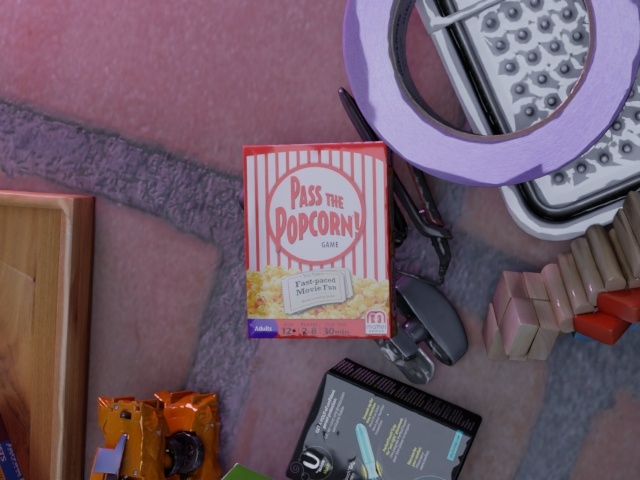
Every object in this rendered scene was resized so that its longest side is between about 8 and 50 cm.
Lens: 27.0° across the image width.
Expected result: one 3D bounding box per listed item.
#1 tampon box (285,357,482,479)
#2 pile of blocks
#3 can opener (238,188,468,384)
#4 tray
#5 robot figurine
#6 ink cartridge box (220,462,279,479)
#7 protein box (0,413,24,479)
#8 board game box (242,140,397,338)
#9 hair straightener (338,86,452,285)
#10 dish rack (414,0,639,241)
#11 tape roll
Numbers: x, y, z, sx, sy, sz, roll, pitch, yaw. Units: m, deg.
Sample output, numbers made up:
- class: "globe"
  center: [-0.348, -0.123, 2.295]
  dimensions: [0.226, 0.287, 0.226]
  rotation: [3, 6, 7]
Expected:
- class: "tampon box"
  center: [0.066, 0.211, 1.364]
  dimensions: [0.161, 0.101, 0.120]
  rotation: [23, 98, 11]
- class: "pile of blocks"
  center: [0.318, 0.039, 1.263]
  dimensions: [0.362, 0.113, 0.149]
  rotation: [-37, 122, 22]
- class: "can opener"
  center: [0.037, 0.029, 1.387]
  dimensions: [0.095, 0.076, 0.283]
  rotation: [-38, 84, -20]
- class: "tray"
  center: [-0.362, 0.150, 1.469]
  dimensions: [0.202, 0.076, 0.411]
  rotation: [4, 95, 12]
- class: "robot figurine"
  center: [-0.174, 0.305, 1.382]
  dimensions: [0.085, 0.211, 0.291]
  rotation: [4, 89, 30]
- class: "ink cartridge box"
  center: [-0.043, 0.348, 1.319]
  dimensions: [0.189, 0.255, 0.097]
  rotation: [-47, 45, 11]
- class: "protein box"
  center: [-0.434, 0.273, 1.353]
  dimensions: [0.201, 0.200, 0.136]
  rotation: [-21, 89, 12]
- class: "board game box"
  center: [0.000, 0.000, 1.319]
  dimensions: [0.146, 0.045, 0.194]
  rotation: [-2, 92, 12]
- class: "hair straightener"
  center: [0.067, -0.055, 1.369]
  dimensions: [0.089, 0.047, 0.230]
  rotation: [-24, 86, 11]
- class: "dish rack"
  center: [0.269, -0.192, 1.310]
  dimensions: [0.285, 0.072, 0.333]
  rotation: [-24, 88, 12]
- class: "tape roll"
  center: [0.163, -0.189, 1.253]
  dimensions: [0.274, 0.090, 0.275]
  rotation: [1, 95, 12]
